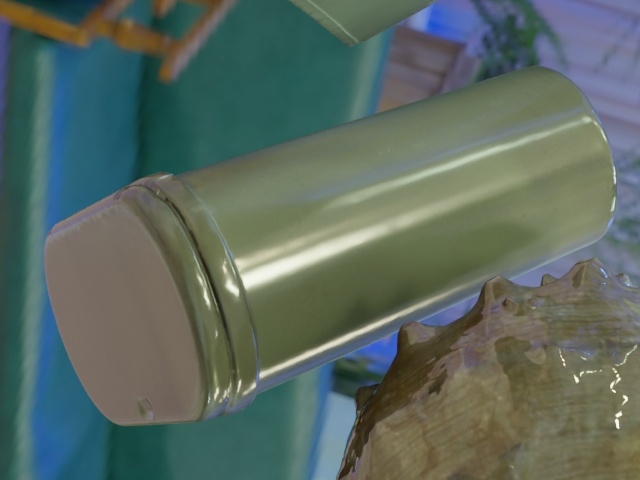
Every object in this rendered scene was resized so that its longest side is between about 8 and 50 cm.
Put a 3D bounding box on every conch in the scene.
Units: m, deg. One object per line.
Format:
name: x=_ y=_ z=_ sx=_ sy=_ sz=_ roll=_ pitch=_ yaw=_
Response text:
conch: x=0.100 y=0.162 z=0.857 sx=0.263 sy=0.186 sz=0.324 roll=50 pitch=57 yaw=-39

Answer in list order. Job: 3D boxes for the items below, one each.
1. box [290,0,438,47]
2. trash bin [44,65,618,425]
box: x=0.005 y=-0.155 z=0.685 sx=0.086 sy=0.129 sz=0.225 roll=-28 pitch=178 yaw=6
trash bin: x=0.000 y=0.000 z=0.986 sx=0.121 sy=0.247 sz=0.243 roll=69 pitch=-21 yaw=-1
